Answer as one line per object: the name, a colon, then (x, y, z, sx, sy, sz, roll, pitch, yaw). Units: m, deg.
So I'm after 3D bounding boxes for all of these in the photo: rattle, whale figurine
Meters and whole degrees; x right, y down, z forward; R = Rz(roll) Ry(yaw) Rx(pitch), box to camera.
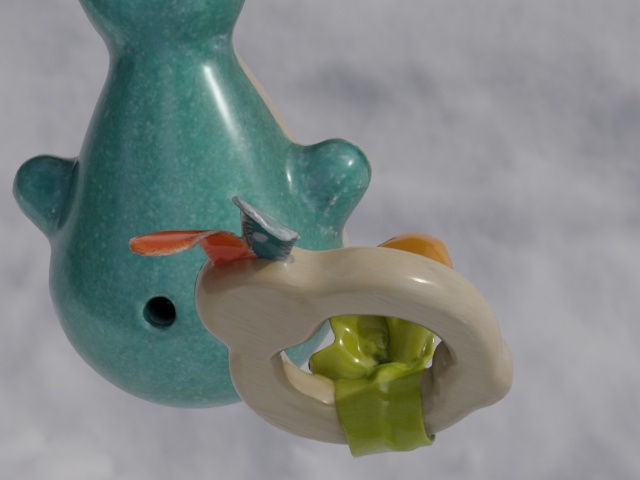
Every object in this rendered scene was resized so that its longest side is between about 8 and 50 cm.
rattle: (0.000, 0.000, 0.879, 0.130, 0.200, 0.142, -18, 46, 44)
whale figurine: (-0.081, -0.030, 1.105, 0.216, 0.272, 0.141, -1, 21, 12)
